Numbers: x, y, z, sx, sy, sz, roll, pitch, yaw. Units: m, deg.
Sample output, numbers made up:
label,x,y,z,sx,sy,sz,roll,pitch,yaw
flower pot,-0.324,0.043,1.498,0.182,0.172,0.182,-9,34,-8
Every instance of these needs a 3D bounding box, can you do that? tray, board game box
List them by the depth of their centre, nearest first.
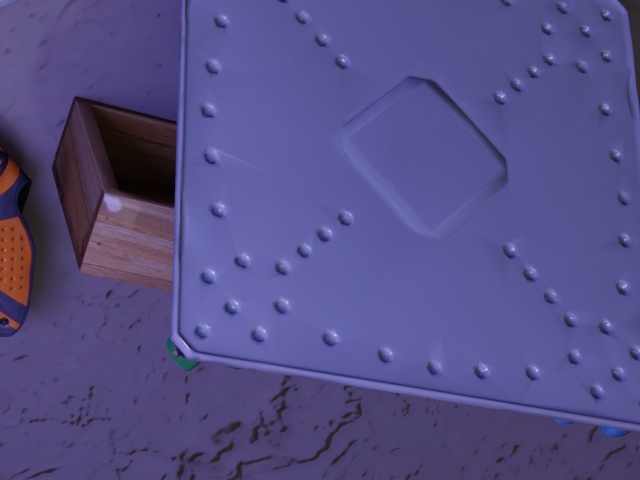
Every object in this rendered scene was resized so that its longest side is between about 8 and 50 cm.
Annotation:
label,x,y,z,sx,sy,sz,roll,pitch,yaw
board game box,0.071,-0.054,1.428,0.390,0.390,0.050,11,150,-21
tray,0.000,0.000,1.508,0.411,0.203,0.076,13,111,-19

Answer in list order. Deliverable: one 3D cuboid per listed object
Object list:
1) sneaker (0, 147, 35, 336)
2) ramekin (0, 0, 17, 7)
label,x,y,z,sx,sy,sz,roll,pitch,yaw
sneaker,-0.338,0.058,1.484,0.180,0.124,0.321,32,101,-30
ramekin,-0.276,-0.281,1.338,0.273,0.127,0.273,-4,119,-8
